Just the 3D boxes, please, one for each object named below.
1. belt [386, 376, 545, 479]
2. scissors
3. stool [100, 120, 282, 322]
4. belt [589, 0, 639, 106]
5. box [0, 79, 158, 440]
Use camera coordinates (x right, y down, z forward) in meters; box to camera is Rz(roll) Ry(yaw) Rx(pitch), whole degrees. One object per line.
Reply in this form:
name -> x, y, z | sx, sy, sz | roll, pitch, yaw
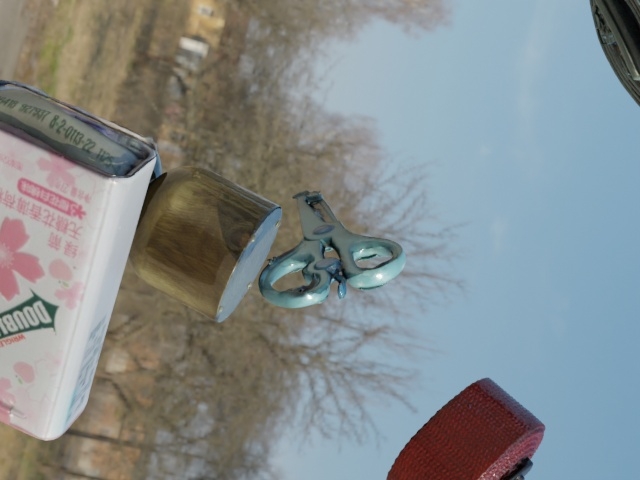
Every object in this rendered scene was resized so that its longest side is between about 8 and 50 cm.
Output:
belt -> 0.189, 0.275, 1.208 | 0.201, 0.124, 0.128 | -36, 147, -24
scissors -> 0.000, 0.001, 1.276 | 0.393, 0.180, 0.032 | -111, -171, -70
stool -> -0.206, -0.026, 1.310 | 0.179, 0.264, 0.179 | -61, 172, -14
belt -> 0.443, -0.268, 1.279 | 0.206, 0.116, 0.267 | 65, 4, -54
box -> -0.307, 0.025, 1.038 | 0.112, 0.190, 0.369 | -60, 174, -61
